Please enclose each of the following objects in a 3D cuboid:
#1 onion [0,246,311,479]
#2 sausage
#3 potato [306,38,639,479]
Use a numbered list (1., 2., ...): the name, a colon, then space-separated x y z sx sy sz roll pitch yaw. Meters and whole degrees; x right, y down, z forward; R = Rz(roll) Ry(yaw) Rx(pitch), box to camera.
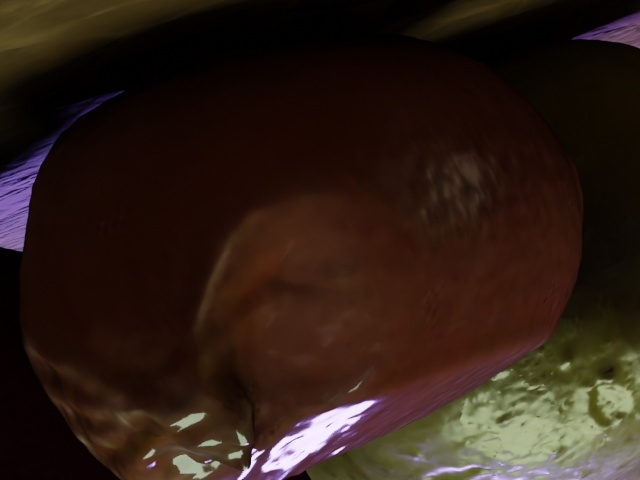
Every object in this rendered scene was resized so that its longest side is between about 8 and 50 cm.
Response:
1. onion: -0.185 0.141 0.781 0.385 0.348 0.347 32 -148 33
2. sausage: 0.000 0.000 0.666 0.148 0.148 0.254 -22 172 28
3. potato: 0.086 0.019 0.888 0.285 0.243 0.242 -19 177 -8
